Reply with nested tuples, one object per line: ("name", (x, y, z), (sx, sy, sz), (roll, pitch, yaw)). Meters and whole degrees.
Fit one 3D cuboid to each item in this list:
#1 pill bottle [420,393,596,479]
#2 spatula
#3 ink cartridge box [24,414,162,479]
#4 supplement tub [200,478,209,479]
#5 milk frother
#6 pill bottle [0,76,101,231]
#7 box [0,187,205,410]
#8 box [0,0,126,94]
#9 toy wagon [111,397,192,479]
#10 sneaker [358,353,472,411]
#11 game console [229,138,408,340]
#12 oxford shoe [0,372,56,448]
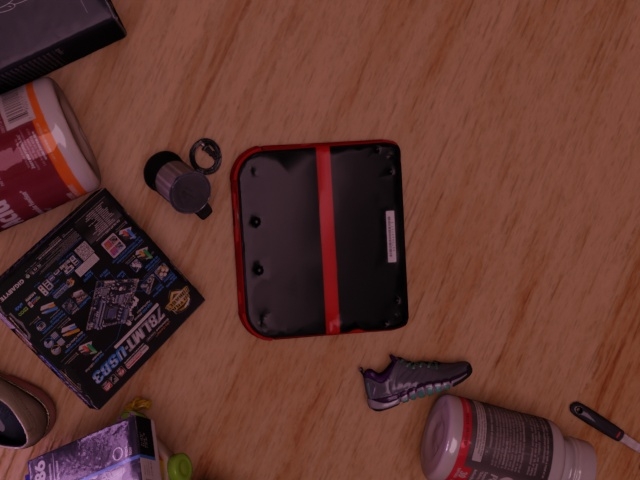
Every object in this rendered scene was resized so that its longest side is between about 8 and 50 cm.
("pill bottle", (0.375, 0.426, 1.826), (0.318, 0.176, 0.176), (15, 92, -8))
("spatula", (0.650, 0.423, 1.934), (0.296, 0.030, 0.084), (33, 89, -8))
("ink cartridge box", (-0.440, 0.454, 1.682), (0.332, 0.065, 0.165), (-27, 59, 21))
("supplement tub", (-0.143, 0.616, 1.768), (0.316, 0.193, 0.194), (33, 90, -8))
("milk frother", (-0.239, -0.126, 1.732), (0.129, 0.134, 0.143), (31, 93, -39))
("pill bottle", (-0.617, -0.118, 1.643), (0.392, 0.224, 0.224), (-24, 97, -4))
("box", (-0.412, 0.106, 1.691), (0.295, 0.073, 0.293), (-48, 109, -23))
("box", (-0.593, -0.429, 1.629), (0.395, 0.212, 0.294), (-26, 96, -4))
("toy wagon", (-0.363, 0.462, 1.711), (0.267, 0.068, 0.345), (-16, 64, 25))
("sneaker", (0.192, 0.265, 1.842), (0.223, 0.083, 0.098), (-19, 91, -5))
("game console", (0.000, 0.000, 1.818), (0.341, 0.060, 0.387), (-4, 95, -12))
("oxford shoe", (-0.689, 0.273, 1.697), (0.396, 0.146, 0.141), (21, 94, -5))
